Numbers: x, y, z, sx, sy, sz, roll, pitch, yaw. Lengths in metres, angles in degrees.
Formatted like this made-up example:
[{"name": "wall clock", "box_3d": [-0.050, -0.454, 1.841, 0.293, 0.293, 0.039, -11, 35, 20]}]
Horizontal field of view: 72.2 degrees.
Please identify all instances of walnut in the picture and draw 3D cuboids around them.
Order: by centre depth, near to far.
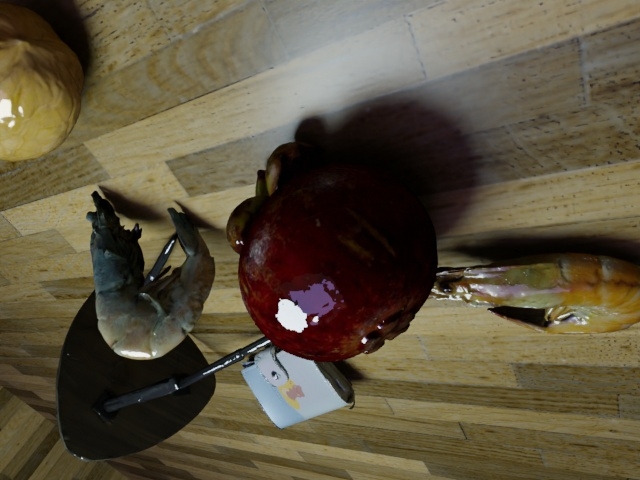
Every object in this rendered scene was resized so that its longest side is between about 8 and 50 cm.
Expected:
[{"name": "walnut", "box_3d": [-0.361, -0.177, 0.506, 0.206, 0.159, 0.159, -16, 122, 43]}]

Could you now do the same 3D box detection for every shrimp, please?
[{"name": "shrimp", "box_3d": [0.240, 0.062, 0.503, 0.248, 0.068, 0.150, 9, 140, 12]}, {"name": "shrimp", "box_3d": [-0.253, 0.025, 0.645, 0.178, 0.289, 0.075, -23, 146, -6]}]

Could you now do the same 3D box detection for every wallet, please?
[{"name": "wallet", "box_3d": [-0.051, 0.268, 0.841, 0.231, 0.069, 0.170, -35, 92, 41]}]

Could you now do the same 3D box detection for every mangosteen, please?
[{"name": "mangosteen", "box_3d": [0.000, 0.000, 0.479, 0.258, 0.215, 0.215, 53, 144, 25]}]

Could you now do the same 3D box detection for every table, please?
[{"name": "table", "box_3d": [-0.252, 0.188, 0.733, 0.249, 0.317, 0.317, -35, 111, 28]}]
